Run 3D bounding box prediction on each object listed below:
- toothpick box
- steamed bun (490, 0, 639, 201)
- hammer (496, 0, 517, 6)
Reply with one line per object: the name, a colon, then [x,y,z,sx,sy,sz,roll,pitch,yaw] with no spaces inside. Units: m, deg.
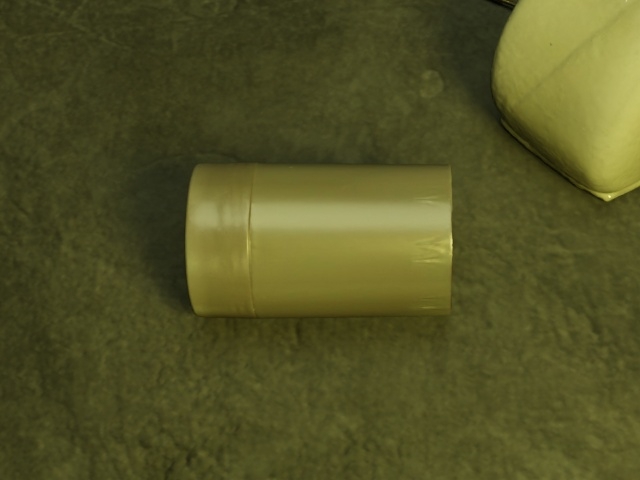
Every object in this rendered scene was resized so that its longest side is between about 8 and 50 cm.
toothpick box: [0.000,0.000,0.996,0.181,0.111,0.111,0,53,4]
steamed bun: [0.248,-0.160,1.061,0.242,0.164,0.146,-36,60,-22]
hammer: [0.165,-0.194,1.186,0.123,0.014,0.029,26,51,24]
